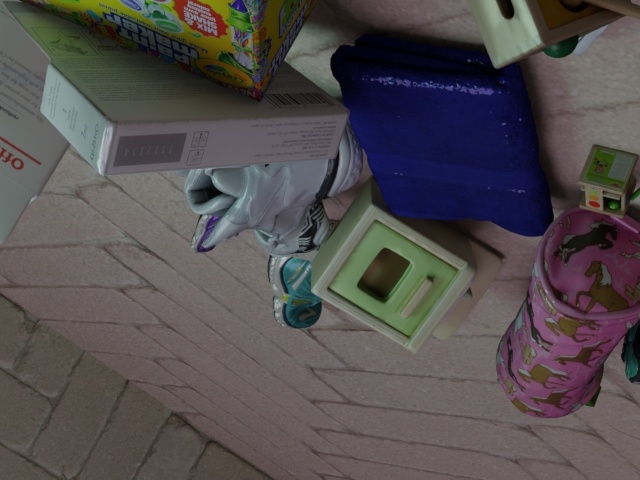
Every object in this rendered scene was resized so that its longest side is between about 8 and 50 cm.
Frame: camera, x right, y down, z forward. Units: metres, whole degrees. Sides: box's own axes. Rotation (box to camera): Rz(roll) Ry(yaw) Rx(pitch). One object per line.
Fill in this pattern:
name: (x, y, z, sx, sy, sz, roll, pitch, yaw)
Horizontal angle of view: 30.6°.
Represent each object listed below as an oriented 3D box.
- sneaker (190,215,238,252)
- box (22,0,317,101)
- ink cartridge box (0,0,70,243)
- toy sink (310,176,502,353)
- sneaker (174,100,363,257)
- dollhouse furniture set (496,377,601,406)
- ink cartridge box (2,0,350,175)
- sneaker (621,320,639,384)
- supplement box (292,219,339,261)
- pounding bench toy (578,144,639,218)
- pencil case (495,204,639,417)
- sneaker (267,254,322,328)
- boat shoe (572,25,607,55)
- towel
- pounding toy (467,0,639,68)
sneaker: (-0.174, -0.016, 1.965, 0.071, 0.068, 0.170, 22, 157, -5)
box: (-0.149, -0.321, 1.123, 0.289, 0.177, 0.279, 23, 159, 8)
ink cartridge box: (-0.407, -0.179, 1.478, 0.207, 0.354, 0.119, 35, 156, -19)
toy sink: (0.124, 0.050, 1.601, 0.234, 0.153, 0.131, 32, -162, -11)
sneaker: (-0.089, -0.059, 1.560, 0.137, 0.210, 0.366, 68, 158, 15)
dollhouse furniture set: (0.367, 0.219, 1.869, 0.151, 0.076, 0.058, 7, 150, 37)
ink cartridge box: (-0.159, -0.169, 1.254, 0.261, 0.296, 0.066, 44, 127, 38)
sneaker: (0.458, 0.146, 1.552, 0.098, 0.083, 0.223, 10, -173, 11)
supplement box: (0.000, 0.000, 1.809, 0.098, 0.062, 0.036, 10, 151, 33)
pounding bench toy: (0.339, -0.060, 1.318, 0.083, 0.052, 0.065, 17, 156, 23)
pencil case: (0.329, 0.102, 1.526, 0.160, 0.167, 0.386, -3, 155, -1)
sneaker: (-0.022, 0.080, 1.966, 0.109, 0.107, 0.275, 12, 155, 11)
boat shoe: (0.250, -0.216, 1.084, 0.040, 0.049, 0.142, 27, 160, 0)
towel: (0.152, -0.122, 1.374, 0.227, 0.076, 0.308, 10, 153, 23)
pounding toy: (0.208, -0.213, 0.992, 0.100, 0.130, 0.141, -20, 93, 62)
